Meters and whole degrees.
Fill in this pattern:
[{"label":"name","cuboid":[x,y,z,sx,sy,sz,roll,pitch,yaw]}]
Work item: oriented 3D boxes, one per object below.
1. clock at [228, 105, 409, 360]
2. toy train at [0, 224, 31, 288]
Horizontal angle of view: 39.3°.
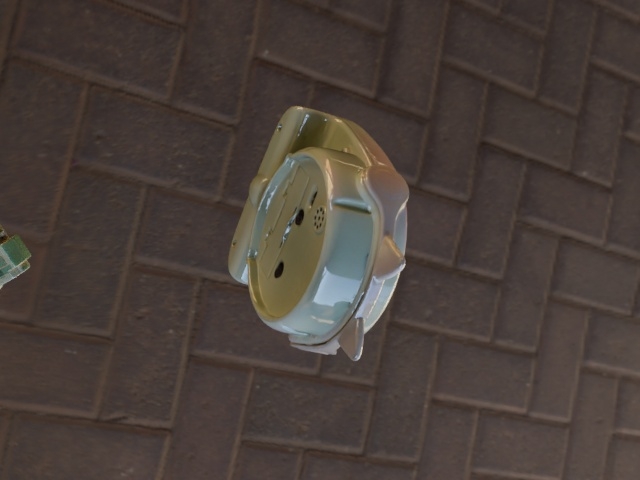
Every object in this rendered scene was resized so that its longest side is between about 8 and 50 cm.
[{"label":"clock","cuboid":[0.000,0.000,1.104,0.109,0.324,0.265,14,111,-28]},{"label":"toy train","cuboid":[-0.607,-0.004,1.595,0.194,0.125,0.081,60,22,-12]}]
